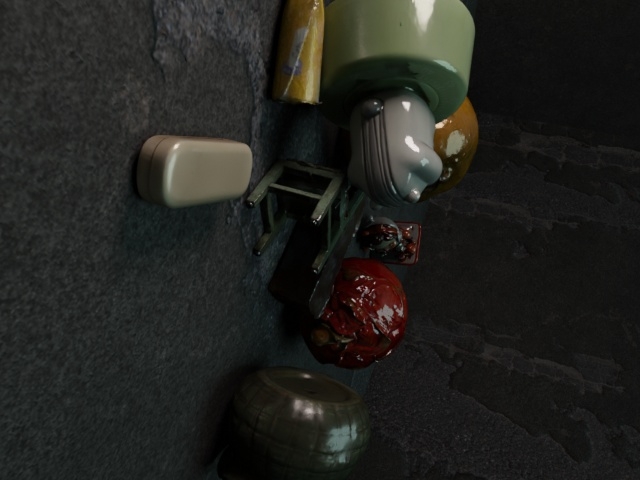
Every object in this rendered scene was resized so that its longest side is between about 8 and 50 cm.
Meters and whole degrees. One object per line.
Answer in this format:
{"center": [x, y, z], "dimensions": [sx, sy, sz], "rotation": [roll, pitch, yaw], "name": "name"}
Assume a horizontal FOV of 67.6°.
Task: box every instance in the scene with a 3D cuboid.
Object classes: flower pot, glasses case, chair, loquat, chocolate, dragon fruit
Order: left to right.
{"center": [-0.151, -0.089, 0.606], "dimensions": [0.196, 0.050, 0.083], "rotation": [-23, 123, -68], "name": "glasses case"}
{"center": [-0.045, 0.378, 0.940], "dimensions": [0.302, 0.302, 0.213], "rotation": [21, 84, -72], "name": "flower pot"}
{"center": [-0.032, -0.325, 0.749], "dimensions": [0.085, 0.086, 0.219], "rotation": [-29, 127, -66], "name": "chocolate"}
{"center": [-0.011, -0.087, 0.888], "dimensions": [0.147, 0.136, 0.270], "rotation": [88, 26, -46], "name": "chair"}
{"center": [0.000, 0.000, 1.046], "dimensions": [0.112, 0.112, 0.321], "rotation": [67, 43, -61], "name": "chocolate"}
{"center": [0.082, 0.177, 1.176], "dimensions": [0.342, 0.277, 0.277], "rotation": [-16, 119, -69], "name": "dragon fruit"}
{"center": [0.206, -0.238, 1.122], "dimensions": [0.328, 0.328, 0.328], "rotation": [15, 90, -72], "name": "loquat"}

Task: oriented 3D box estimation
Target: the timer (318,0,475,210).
{"center": [0.122, -0.207, 0.815], "dimensions": [0.291, 0.291, 0.315], "rotation": [42, 46, -70], "name": "timer"}

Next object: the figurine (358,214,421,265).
{"center": [0.216, -0.015, 1.622], "dimensions": [0.226, 0.183, 0.160], "rotation": [24, 72, -60], "name": "figurine"}
